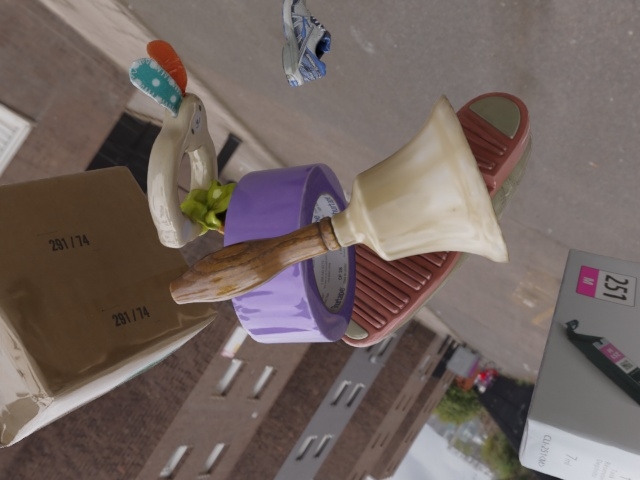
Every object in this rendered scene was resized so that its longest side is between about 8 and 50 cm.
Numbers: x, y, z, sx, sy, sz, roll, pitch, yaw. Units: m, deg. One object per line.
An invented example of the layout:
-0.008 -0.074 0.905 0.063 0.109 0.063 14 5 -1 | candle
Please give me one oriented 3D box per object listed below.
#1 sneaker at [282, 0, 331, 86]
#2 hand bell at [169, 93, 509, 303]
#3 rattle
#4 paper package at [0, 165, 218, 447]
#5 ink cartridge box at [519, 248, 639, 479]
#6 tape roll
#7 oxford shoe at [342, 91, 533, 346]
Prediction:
-0.014 -0.250 0.787 0.058 0.135 0.052 -6 160 9 | sneaker
0.000 0.000 0.471 0.126 0.242 0.126 -22 -90 -79 | hand bell
-0.100 -0.089 0.631 0.143 0.199 0.130 13 -161 27 | rattle
-0.365 0.073 0.919 0.309 0.168 0.325 57 -148 5 | paper package
0.324 0.121 0.567 0.239 0.060 0.275 13 -146 22 | ink cartridge box
-0.025 0.015 0.683 0.080 0.188 0.189 -5 162 19 | tape roll
0.172 -0.007 0.889 0.140 0.397 0.146 39 -179 36 | oxford shoe
